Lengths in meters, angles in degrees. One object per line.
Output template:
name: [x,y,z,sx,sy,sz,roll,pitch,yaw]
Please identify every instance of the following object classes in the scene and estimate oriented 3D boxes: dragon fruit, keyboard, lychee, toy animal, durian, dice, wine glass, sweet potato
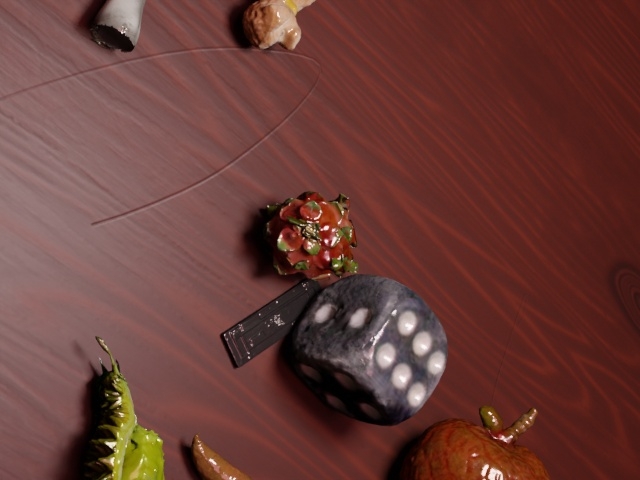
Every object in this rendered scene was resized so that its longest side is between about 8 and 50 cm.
dragon fruit: [-0.002,-0.003,1.837,0.236,0.135,0.137,11,80,-60]
keyboard: [-0.069,0.125,1.833,0.204,0.013,0.061,-33,106,-36]
lychee: [0.264,0.406,1.935,0.255,0.255,0.300,22,104,-36]
toy animal: [-0.076,-0.400,1.802,0.185,0.104,0.184,-55,138,-19]
durian: [-0.275,0.320,1.593,0.132,0.106,0.375,3,89,-45]
dice: [0.078,0.172,1.834,0.182,0.183,0.181,51,61,-33]
wine glass: [-0.275,-0.353,1.670,0.072,0.072,0.155,29,68,-34]
sweet potato: [-0.100,0.404,1.754,0.072,0.066,0.314,-47,112,-39]
